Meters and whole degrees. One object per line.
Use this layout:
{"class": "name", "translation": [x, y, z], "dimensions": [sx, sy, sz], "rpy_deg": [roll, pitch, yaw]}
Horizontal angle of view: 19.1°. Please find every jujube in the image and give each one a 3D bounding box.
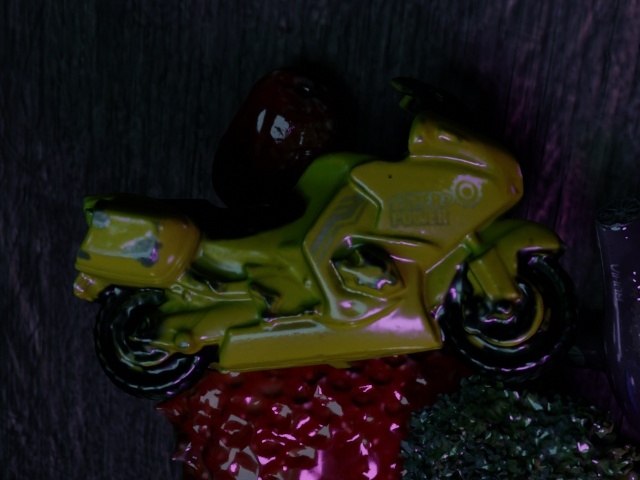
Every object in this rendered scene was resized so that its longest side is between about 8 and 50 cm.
{"class": "jujube", "translation": [-0.034, -0.068, 1.380], "dimensions": [0.077, 0.077, 0.129], "rpy_deg": [44, 131, 5]}

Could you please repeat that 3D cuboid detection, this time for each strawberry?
{"class": "strawberry", "translation": [0.017, 0.125, 1.406], "dimensions": [0.244, 0.205, 0.205], "rpy_deg": [-8, 112, 12]}

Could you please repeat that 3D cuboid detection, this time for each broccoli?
{"class": "broccoli", "translation": [0.168, 0.185, 1.310], "dimensions": [0.194, 0.194, 0.219], "rpy_deg": [-19, 80, 39]}

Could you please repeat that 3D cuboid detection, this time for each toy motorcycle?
{"class": "toy motorcycle", "translation": [-0.001, -0.001, 1.278], "dimensions": [0.342, 0.206, 0.142], "rpy_deg": [-5, 157, 14]}

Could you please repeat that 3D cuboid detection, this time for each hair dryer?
{"class": "hair dryer", "translation": [0.162, 0.048, 1.319], "dimensions": [0.219, 0.075, 0.195], "rpy_deg": [10, 133, 40]}
